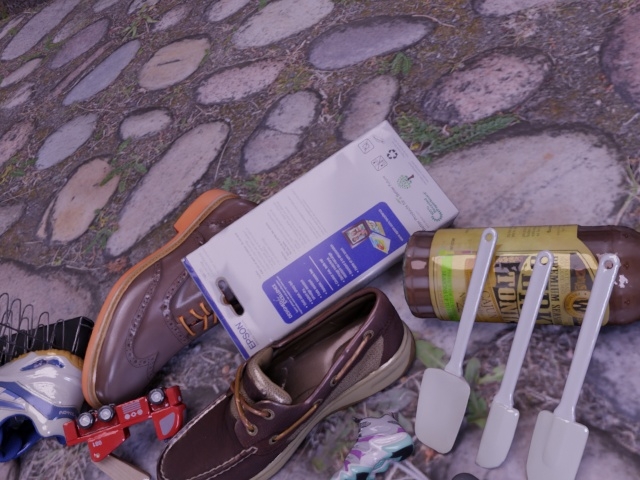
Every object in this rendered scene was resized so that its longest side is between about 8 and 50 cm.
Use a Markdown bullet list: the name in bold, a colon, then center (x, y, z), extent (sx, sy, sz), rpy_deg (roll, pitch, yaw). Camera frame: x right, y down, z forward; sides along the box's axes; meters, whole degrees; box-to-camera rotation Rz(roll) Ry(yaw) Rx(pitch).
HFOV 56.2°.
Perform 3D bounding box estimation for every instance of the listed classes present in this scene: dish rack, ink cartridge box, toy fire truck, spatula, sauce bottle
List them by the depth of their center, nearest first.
- **spatula**: center (0.187, 0.115, 0.588), extent (0.168, 0.019, 0.242), rpy_deg (18, 98, 42)
- **sauce bottle**: center (0.262, 0.035, 0.640), extent (0.344, 0.111, 0.111), rpy_deg (-3, 51, 28)
- **toy fire truck**: center (-0.248, 0.267, 0.728), extent (0.191, 0.047, 0.135), rpy_deg (-17, 82, -10)
- **ink cartridge box**: center (0.000, 0.000, 0.793), extent (0.332, 0.065, 0.165), rpy_deg (-33, 77, -5)
- **dish rack**: center (-0.489, 0.129, 0.853), extent (0.208, 0.271, 0.074), rpy_deg (-16, 59, 15)

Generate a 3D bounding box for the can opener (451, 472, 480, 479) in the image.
- **can opener**: center (0.176, 0.314, 0.453), extent (0.076, 0.095, 0.283), rpy_deg (-32, 44, 0)

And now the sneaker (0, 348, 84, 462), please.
- **sneaker**: center (-0.468, 0.246, 0.844), extent (0.296, 0.112, 0.131), rpy_deg (-17, 51, 18)

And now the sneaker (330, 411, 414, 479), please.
- **sneaker**: center (0.045, 0.221, 0.648), extent (0.098, 0.038, 0.069), rpy_deg (-26, 42, -9)

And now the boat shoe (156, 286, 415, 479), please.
- **boat shoe**: center (-0.054, 0.169, 0.681), extent (0.341, 0.123, 0.123), rpy_deg (-32, 44, -1)

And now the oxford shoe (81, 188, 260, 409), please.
- **oxford shoe**: center (-0.184, 0.079, 0.832), extent (0.132, 0.130, 0.364), rpy_deg (17, 63, 28)
